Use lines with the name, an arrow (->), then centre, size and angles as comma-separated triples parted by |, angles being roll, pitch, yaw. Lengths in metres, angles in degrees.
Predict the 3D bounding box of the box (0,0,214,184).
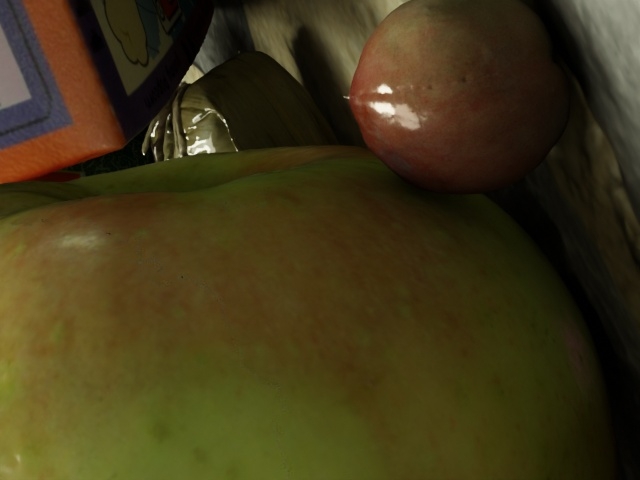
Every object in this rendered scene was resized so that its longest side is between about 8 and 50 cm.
box -> -0.238, -0.207, 0.981 | 0.318, 0.257, 0.348 | -73, -36, -71

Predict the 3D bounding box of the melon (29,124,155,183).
melon -> -0.143, 0.024, 1.102 | 0.287, 0.182, 0.182 | -89, -7, -45

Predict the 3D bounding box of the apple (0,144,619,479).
apple -> -0.035, 0.105, 0.792 | 0.319, 0.319, 0.277 | -160, 61, -71

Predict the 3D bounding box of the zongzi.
zongzi -> 0.000, 0.000, 0.971 | 0.197, 0.099, 0.194 | 5, 117, 58

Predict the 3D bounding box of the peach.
peach -> 0.052, -0.055, 0.717 | 0.083, 0.083, 0.083 | 59, 164, 28
